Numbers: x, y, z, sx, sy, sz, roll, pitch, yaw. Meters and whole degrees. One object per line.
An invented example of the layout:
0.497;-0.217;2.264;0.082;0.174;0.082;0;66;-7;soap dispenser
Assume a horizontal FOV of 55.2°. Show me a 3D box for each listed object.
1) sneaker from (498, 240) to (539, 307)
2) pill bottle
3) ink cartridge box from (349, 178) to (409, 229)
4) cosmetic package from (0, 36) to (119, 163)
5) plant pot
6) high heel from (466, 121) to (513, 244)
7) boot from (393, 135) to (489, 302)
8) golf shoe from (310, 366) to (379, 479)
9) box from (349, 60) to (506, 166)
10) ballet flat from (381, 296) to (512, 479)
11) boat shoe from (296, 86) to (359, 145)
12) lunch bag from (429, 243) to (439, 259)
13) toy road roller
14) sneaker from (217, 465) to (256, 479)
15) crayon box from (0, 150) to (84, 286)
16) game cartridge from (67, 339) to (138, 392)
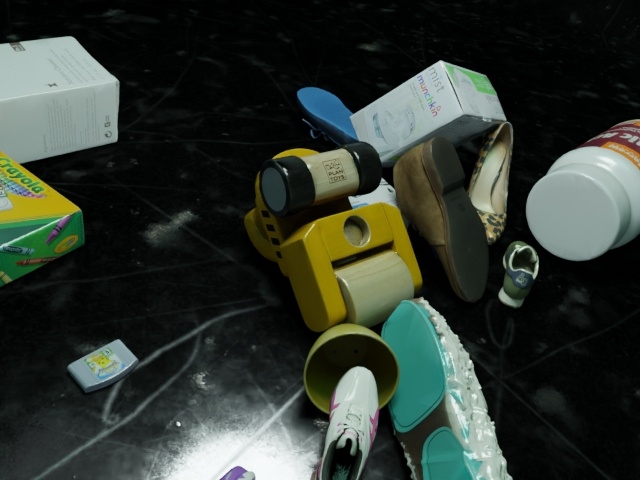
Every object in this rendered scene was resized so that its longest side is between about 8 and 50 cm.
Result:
0.390;0.041;1.172;0.064;0.086;0.192;21;39;10;sneaker
0.621;-0.113;1.320;0.224;0.224;0.392;38;44;27;pill bottle
0.070;-0.077;1.229;0.139;0.082;0.191;-15;48;-31;ink cartridge box
-0.621;-0.265;1.194;0.385;0.156;0.217;-23;53;-38;cosmetic package
0.041;0.174;0.888;0.134;0.134;0.095;9;17;-6;plant pot
0.366;-0.125;1.290;0.093;0.186;0.261;13;38;-3;high heel
0.224;-0.030;1.138;0.112;0.115;0.306;-14;87;-44;boot
0.040;0.245;0.774;0.067;0.086;0.186;18;60;-3;golf shoe
0.237;-0.257;1.310;0.262;0.231;0.127;-11;76;-54;box
0.180;0.265;0.828;0.146;0.147;0.409;4;42;-12;ballet flat
0.028;-0.267;1.452;0.109;0.089;0.258;-27;58;-24;boat shoe
0.256;-0.009;1.211;0.067;0.065;0.098;3;39;-13;lunch bag
0.000;0.000;1.060;0.202;0.240;0.330;-17;85;-34;toy road roller
-0.167;0.323;0.661;0.104;0.095;0.236;25;40;26;sneaker
-0.549;-0.053;1.012;0.278;0.081;0.165;31;42;21;crayon box
-0.302;0.176;0.857;0.056;0.017;0.083;39;45;24;game cartridge
